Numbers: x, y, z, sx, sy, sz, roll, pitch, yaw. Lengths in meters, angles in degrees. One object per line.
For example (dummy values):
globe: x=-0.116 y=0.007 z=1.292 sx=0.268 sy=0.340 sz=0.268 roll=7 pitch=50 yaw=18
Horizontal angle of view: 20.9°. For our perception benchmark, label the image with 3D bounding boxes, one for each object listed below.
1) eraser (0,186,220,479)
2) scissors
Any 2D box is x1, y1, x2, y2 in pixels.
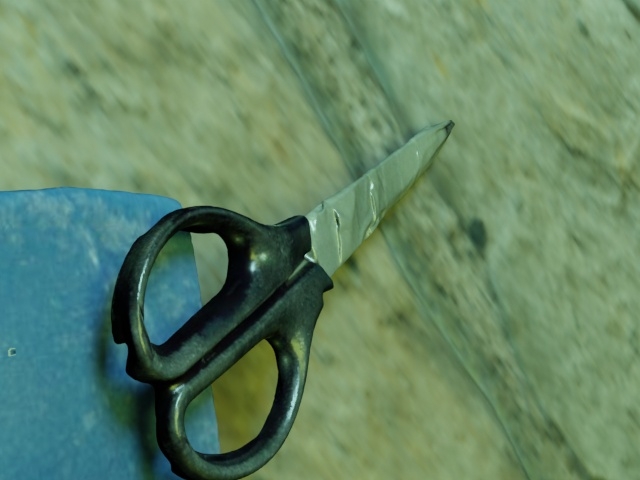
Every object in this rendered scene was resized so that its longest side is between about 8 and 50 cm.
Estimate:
eraser: x=-0.093 y=0.134 z=0.654 sx=0.144 sy=0.043 sz=0.312 roll=-2 pitch=82 yaw=-46
scissors: x=0.000 y=0.000 z=0.764 sx=0.300 sy=0.022 sz=0.109 roll=-44 pitch=118 yaw=-55
